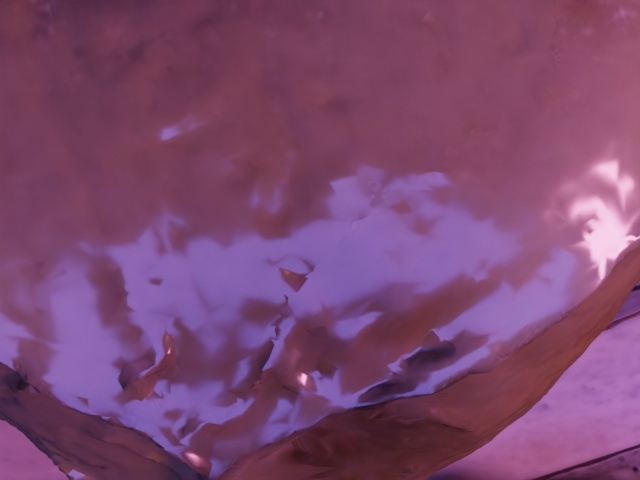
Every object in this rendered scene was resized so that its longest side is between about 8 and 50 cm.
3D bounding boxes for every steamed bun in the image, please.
[{"bbox_3d":[-0.011,0.017,0.393,0.231,0.110,0.212,-5,144,-1],"label":"steamed bun"}]
